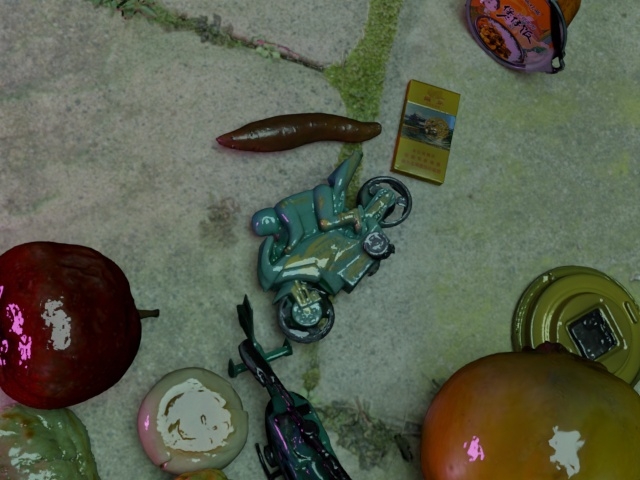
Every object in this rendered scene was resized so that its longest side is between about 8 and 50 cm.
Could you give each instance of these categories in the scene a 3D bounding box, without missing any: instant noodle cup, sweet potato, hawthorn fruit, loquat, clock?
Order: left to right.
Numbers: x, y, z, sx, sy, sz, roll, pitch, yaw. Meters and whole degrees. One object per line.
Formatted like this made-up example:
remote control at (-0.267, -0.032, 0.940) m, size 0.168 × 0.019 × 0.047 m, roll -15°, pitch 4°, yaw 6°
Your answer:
hawthorn fruit at (-0.333, 0.110, 1.770) m, size 0.266 × 0.210 × 0.230 m, roll -3°, pitch 50°, yaw -50°
sweet potato at (-0.031, -0.167, 1.984) m, size 0.265 × 0.057 × 0.057 m, roll -9°, pitch 81°, yaw -19°
instant noodle cup at (0.338, -0.378, 2.085) m, size 0.125 × 0.178 × 0.208 m, roll -48°, pitch 113°, yaw -33°
loquat at (0.298, 0.317, 1.835) m, size 0.329 × 0.328 × 0.359 m, roll 8°, pitch 90°, yaw -14°
clock at (0.415, 0.149, 2.040) m, size 0.237 × 0.057 × 0.237 m, roll 4°, pitch 77°, yaw -16°

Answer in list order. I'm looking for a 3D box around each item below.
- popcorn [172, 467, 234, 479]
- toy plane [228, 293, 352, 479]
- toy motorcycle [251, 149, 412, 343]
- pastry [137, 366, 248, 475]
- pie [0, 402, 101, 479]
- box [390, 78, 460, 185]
popcorn at (-0.154, 0.430, 1.739) m, size 0.266 × 0.192 × 0.233 m, roll -21°, pitch 95°, yaw 1°
toy plane at (-0.039, 0.257, 1.839) m, size 0.106 × 0.155 × 0.381 m, roll -19°, pitch 67°, yaw -18°
toy motorcycle at (0.001, -0.001, 1.939) m, size 0.198 × 0.109 × 0.296 m, roll 39°, pitch 72°, yaw 6°
pastry at (-0.179, 0.255, 1.828) m, size 0.157 × 0.092 × 0.156 m, roll 3°, pitch 75°, yaw -13°
pie at (-0.391, 0.338, 1.749) m, size 0.201 × 0.090 × 0.247 m, roll -15°, pitch 78°, yaw -17°
box at (0.166, -0.170, 2.057) m, size 0.087 × 0.023 × 0.155 m, roll 14°, pitch 74°, yaw -9°
